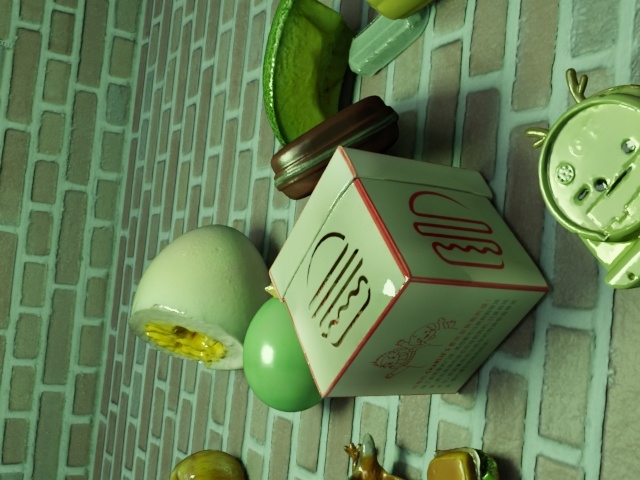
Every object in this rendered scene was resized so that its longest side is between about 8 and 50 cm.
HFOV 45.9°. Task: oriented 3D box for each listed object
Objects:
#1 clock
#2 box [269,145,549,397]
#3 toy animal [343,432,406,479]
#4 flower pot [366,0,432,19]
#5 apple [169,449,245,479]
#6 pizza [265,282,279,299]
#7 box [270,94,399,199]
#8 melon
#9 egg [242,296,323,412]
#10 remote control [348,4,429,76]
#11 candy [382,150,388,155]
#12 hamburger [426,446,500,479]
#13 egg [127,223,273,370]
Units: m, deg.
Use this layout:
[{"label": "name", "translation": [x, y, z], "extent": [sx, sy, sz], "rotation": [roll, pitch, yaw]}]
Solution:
[{"label": "clock", "translation": [0.407, -0.103, 1.052], "extent": [0.308, 0.096, 0.235], "rotation": [55, 131, 32]}, {"label": "box", "translation": [0.139, 0.064, 1.301], "extent": [0.314, 0.312, 0.300], "rotation": [-59, 40, 35]}, {"label": "toy animal", "translation": [0.114, 0.540, 1.465], "extent": [0.302, 0.225, 0.284], "rotation": [-106, 16, -54]}, {"label": "flower pot", "translation": [0.169, -0.540, 1.476], "extent": [0.179, 0.195, 0.195], "rotation": [-42, 49, 36]}, {"label": "apple", "translation": [-0.302, 0.664, 2.011], "extent": [0.211, 0.188, 0.211], "rotation": [-27, 58, 53]}, {"label": "pizza", "translation": [0.000, 0.000, 1.650], "extent": [0.280, 0.075, 0.287], "rotation": [-21, 52, 10]}, {"label": "box", "translation": [0.025, -0.176, 1.460], "extent": [0.108, 0.263, 0.404], "rotation": [59, -176, -6]}, {"label": "melon", "translation": [-0.033, -0.369, 1.755], "extent": [0.331, 0.226, 0.343], "rotation": [-14, -54, -86]}, {"label": "egg", "translation": [-0.061, 0.243, 1.673], "extent": [0.220, 0.220, 0.269], "rotation": [-35, 44, 50]}, {"label": "remote control", "translation": [0.144, -0.448, 1.652], "extent": [0.247, 0.052, 0.104], "rotation": [-33, 57, 48]}, {"label": "candy", "translation": [0.123, -0.093, 1.592], "extent": [0.145, 0.070, 0.275], "rotation": [-45, 45, 28]}, {"label": "hamburger", "translation": [0.250, 0.428, 1.255], "extent": [0.137, 0.087, 0.166], "rotation": [-26, 63, 53]}, {"label": "egg", "translation": [-0.280, 0.120, 1.971], "extent": [0.354, 0.354, 0.339], "rotation": [-30, 36, 53]}]
